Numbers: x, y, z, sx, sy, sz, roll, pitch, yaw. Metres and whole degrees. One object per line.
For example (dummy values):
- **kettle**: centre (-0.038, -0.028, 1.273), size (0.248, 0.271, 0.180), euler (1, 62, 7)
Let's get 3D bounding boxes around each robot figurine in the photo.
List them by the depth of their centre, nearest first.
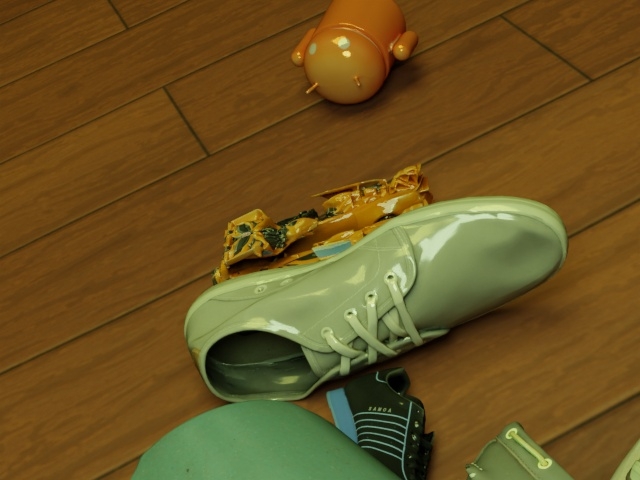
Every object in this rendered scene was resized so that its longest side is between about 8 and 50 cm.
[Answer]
- **robot figurine**: centre (0.000, 0.000, 1.458), size (0.291, 0.085, 0.211), euler (-16, 28, 7)
- **robot figurine**: centre (0.052, -0.287, 1.751), size (0.158, 0.128, 0.219), euler (28, 48, -3)

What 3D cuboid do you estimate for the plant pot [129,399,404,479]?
- **plant pot**: centre (-0.007, 0.309, 0.929), size (0.341, 0.341, 0.334), euler (-32, 33, -14)

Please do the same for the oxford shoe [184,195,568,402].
- **oxford shoe**: centre (0.056, 0.078, 1.291), size (0.449, 0.169, 0.130), euler (-18, 35, 15)

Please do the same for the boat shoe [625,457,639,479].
- **boat shoe**: centre (0.310, 0.195, 0.874), size (0.190, 0.068, 0.072), euler (35, 94, 49)

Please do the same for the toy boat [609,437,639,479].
- **toy boat**: centre (0.368, 0.268, 0.942), size (0.267, 0.148, 0.318), euler (-53, 42, 6)

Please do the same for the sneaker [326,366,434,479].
- **sneaker**: centre (0.075, 0.212, 1.187), size (0.090, 0.081, 0.232), euler (-25, 38, 2)

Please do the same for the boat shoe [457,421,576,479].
- **boat shoe**: centre (0.227, 0.239, 0.900), size (0.305, 0.109, 0.091), euler (29, 81, 45)
